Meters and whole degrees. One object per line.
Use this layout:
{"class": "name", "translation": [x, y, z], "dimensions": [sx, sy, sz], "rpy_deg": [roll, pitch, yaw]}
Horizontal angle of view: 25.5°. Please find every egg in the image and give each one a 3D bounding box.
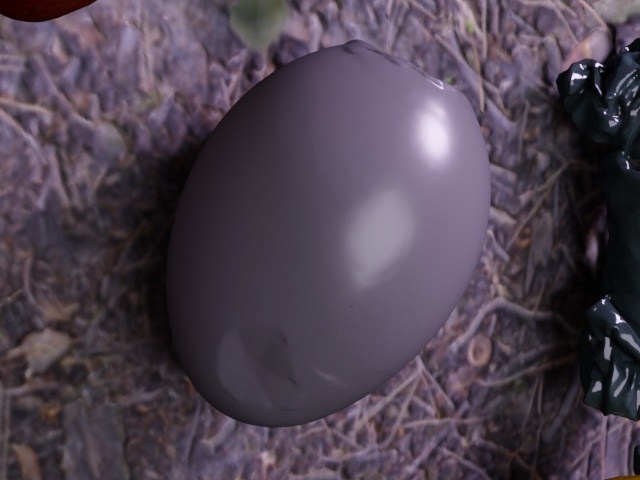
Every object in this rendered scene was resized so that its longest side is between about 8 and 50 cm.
{"class": "egg", "translation": [0.000, 0.000, 0.829], "dimensions": [0.176, 0.176, 0.232], "rpy_deg": [35, 86, -37]}

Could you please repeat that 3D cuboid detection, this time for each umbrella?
{"class": "umbrella", "translation": [0.248, 0.020, 1.066], "dimensions": [0.143, 0.094, 0.348], "rpy_deg": [-8, 102, -15]}

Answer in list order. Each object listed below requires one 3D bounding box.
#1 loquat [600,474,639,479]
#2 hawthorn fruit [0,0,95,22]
{"class": "loquat", "translation": [0.202, 0.304, 0.990], "dimensions": [0.359, 0.328, 0.328], "rpy_deg": [43, 70, 9]}
{"class": "hawthorn fruit", "translation": [-0.138, -0.182, 0.713], "dimensions": [0.133, 0.133, 0.138], "rpy_deg": [37, 89, -37]}
